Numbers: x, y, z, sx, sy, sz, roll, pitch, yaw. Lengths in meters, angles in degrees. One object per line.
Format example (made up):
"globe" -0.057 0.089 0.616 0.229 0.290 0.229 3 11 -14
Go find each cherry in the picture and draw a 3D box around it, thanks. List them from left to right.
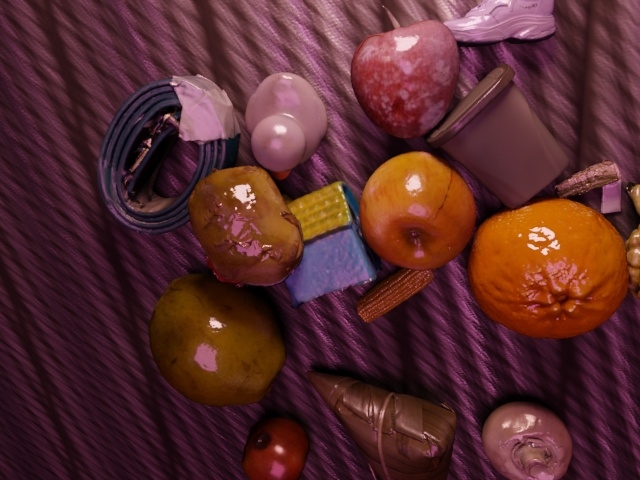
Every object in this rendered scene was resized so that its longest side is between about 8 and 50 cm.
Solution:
"cherry" 0.188 -0.375 0.948 0.236 0.212 0.286 -5 110 47

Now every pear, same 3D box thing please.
"pear" -0.299 0.286 1.211 0.413 0.352 0.352 34 112 8

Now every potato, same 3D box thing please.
"potato" -0.189 -0.041 0.995 0.246 0.196 0.300 -38 60 6

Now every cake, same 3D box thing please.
"cake" 0.649 -0.148 1.041 0.140 0.055 0.051 -23 105 35

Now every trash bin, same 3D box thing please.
"trash bin" 0.400 -0.225 0.963 0.250 0.219 0.220 41 113 -12

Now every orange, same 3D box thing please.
"orange" 0.518 0.069 0.991 0.340 0.293 0.341 6 114 15

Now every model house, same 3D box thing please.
"model house" 0.000 0.000 1.116 0.237 0.215 0.304 -21 94 17

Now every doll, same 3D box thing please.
"doll" -0.093 -0.275 1.035 0.220 0.221 0.251 9 109 7

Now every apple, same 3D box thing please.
"apple" -0.150 0.695 1.377 0.229 0.230 0.230 3 109 9
"apple" 0.229 -0.065 1.014 0.285 0.233 0.286 5 133 6

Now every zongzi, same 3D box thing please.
"zongzi" 0.175 0.651 1.359 0.466 0.218 0.501 17 126 31

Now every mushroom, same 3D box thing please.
"mushroom" 0.592 0.587 1.212 0.245 0.202 0.246 1 98 9

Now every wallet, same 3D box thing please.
"wallet" 0.716 -0.108 1.048 0.044 0.011 0.083 -6 108 13

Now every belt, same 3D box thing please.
"belt" -0.393 -0.221 1.130 0.300 0.173 0.437 33 115 -11

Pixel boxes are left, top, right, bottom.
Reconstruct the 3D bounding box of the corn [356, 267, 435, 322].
"corn" 0.204 0.141 1.191 0.248 0.081 0.081 -38 99 20

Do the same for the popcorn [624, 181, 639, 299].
"popcorn" 0.817 0.039 0.958 0.236 0.293 0.293 6 113 40

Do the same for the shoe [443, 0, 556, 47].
"shoe" 0.389 -0.502 0.934 0.244 0.095 0.138 -1 105 7

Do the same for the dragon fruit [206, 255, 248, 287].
"dragon fruit" -0.228 0.038 1.186 0.209 0.172 0.173 41 118 39
